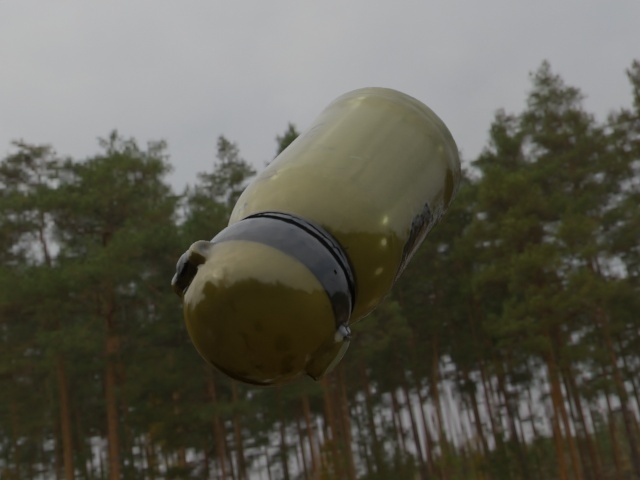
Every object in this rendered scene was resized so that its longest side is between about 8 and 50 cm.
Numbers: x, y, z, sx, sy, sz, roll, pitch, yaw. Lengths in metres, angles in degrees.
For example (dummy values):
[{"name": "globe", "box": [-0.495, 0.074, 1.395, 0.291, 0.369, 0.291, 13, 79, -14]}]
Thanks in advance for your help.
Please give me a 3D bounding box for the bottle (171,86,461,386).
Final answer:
[{"name": "bottle", "box": [0.000, 0.000, 0.889, 0.171, 0.171, 0.351, -22, 19, 37]}]
